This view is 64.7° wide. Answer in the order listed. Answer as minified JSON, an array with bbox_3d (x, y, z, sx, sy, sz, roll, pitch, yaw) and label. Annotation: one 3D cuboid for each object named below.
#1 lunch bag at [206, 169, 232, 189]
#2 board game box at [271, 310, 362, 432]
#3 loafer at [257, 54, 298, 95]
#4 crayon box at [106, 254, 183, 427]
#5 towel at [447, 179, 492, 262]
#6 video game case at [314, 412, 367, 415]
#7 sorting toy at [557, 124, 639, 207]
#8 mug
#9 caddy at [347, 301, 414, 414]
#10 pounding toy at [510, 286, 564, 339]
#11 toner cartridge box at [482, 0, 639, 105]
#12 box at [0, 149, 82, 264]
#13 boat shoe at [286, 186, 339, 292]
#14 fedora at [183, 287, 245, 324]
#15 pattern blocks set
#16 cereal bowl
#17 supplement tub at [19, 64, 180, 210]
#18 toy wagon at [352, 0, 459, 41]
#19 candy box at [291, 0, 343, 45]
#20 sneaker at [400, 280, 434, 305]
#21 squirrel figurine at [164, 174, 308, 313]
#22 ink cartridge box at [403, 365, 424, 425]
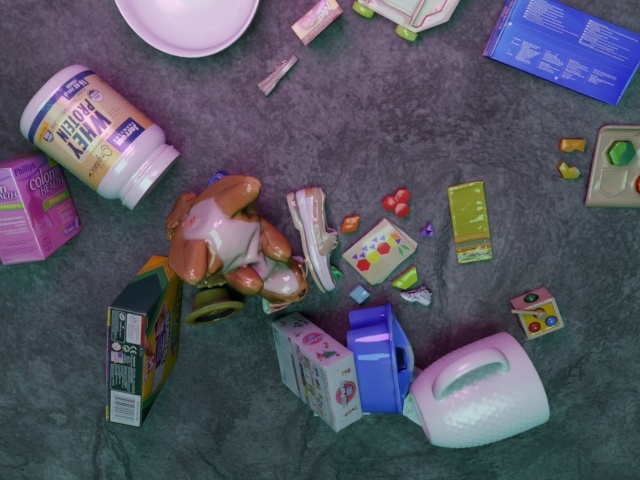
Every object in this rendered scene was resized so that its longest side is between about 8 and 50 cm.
[{"bbox_3d":[-0.263,-0.144,1.380,0.098,0.065,0.067,29,110,-11],"label":"lunch bag"},{"bbox_3d":[-0.017,0.370,1.465,0.097,0.303,0.224,-21,116,-27],"label":"board game box"},{"bbox_3d":[-0.109,-0.423,1.275,0.039,0.045,0.125,43,110,-8],"label":"loafer"},{"bbox_3d":[-0.485,0.271,1.422,0.105,0.313,0.363,11,113,0],"label":"crayon box"},{"bbox_3d":[0.426,-0.048,1.433,0.102,0.021,0.238,-12,112,5],"label":"towel"},{"bbox_3d":[0.069,0.504,1.668,0.190,0.022,0.173,-2,112,2],"label":"video game case"},{"bbox_3d":[0.791,-0.193,1.355,0.306,0.041,0.229,1,113,0],"label":"sorting toy"},{"bbox_3d":[0.431,0.423,1.440,0.327,0.276,0.374,-21,139,-1],"label":"mug"},{"bbox_3d":[0.185,0.349,1.486,0.179,0.241,0.342,-7,113,8],"label":"caddy"},{"bbox_3d":[0.632,0.215,1.495,0.130,0.100,0.141,-24,110,10],"label":"pounding toy"},{"bbox_3d":[0.593,-0.467,1.226,0.347,0.075,0.165,19,111,-7],"label":"toner cartridge box"},{"bbox_3d":[-0.764,-0.094,1.329,0.117,0.214,0.243,-8,112,4],"label":"box"},{"bbox_3d":[0.000,0.000,1.403,0.103,0.113,0.303,-17,105,4],"label":"boat shoe"},{"bbox_3d":[-0.319,0.189,1.493,0.194,0.194,0.079,-19,72,9],"label":"fedora"},{"bbox_3d":[0.175,0.029,1.466,0.324,0.026,0.285,-33,108,14],"label":"pattern blocks set"},{"bbox_3d":[-0.292,-0.597,1.152,0.338,0.141,0.339,1,113,1],"label":"cereal bowl"},{"bbox_3d":[-0.534,-0.247,1.254,0.316,0.228,0.228,40,108,-14],"label":"supplement tub"},{"bbox_3d":[0.171,-0.639,1.150,0.344,0.068,0.267,24,120,-8],"label":"toy wagon"},{"bbox_3d":[-0.005,-0.506,1.160,0.109,0.187,0.053,-37,108,14],"label":"candy box"},{"bbox_3d":[0.292,0.151,1.511,0.098,0.038,0.069,14,111,-15],"label":"sneaker"},{"bbox_3d":[-0.210,0.032,1.345,0.370,0.396,0.281,37,74,-39],"label":"squirrel figurine"},{"bbox_3d":[0.372,0.530,1.670,0.232,0.066,0.189,31,111,11],"label":"ink cartridge box"}]
